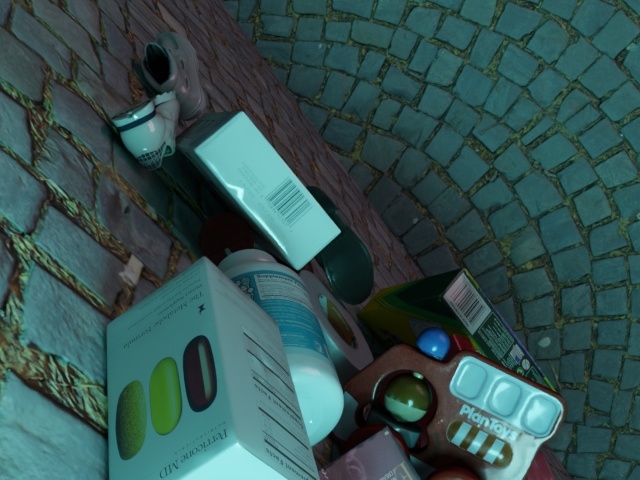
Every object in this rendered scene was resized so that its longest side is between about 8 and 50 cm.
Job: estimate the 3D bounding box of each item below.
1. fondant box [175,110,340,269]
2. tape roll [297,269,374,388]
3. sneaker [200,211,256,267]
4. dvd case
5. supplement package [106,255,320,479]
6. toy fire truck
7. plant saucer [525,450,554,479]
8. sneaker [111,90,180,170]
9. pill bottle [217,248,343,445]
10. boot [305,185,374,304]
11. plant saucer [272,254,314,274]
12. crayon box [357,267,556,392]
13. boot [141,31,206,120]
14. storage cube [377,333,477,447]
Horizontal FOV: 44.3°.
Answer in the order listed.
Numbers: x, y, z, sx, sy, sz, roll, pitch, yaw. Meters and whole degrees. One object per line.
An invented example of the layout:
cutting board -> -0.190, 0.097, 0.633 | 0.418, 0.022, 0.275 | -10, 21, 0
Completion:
fondant box -> -0.121, -0.092, 1.289 | 0.238, 0.096, 0.330 | 50, -9, -18
tape roll -> 0.004, 0.160, 1.367 | 0.219, 0.072, 0.219 | 52, 12, -16
sneaker -> -0.114, 0.063, 1.231 | 0.221, 0.087, 0.128 | 58, -10, 38
dvd case -> 0.092, 0.371, 1.019 | 0.164, 0.018, 0.221 | -20, 72, -42
supplement package -> -0.107, 0.160, 0.747 | 0.134, 0.139, 0.244 | 47, 13, -37
toy fire truck -> 0.177, 0.272, 1.168 | 0.302, 0.254, 0.169 | 27, 3, 15
plant saucer -> 0.519, 0.625, 1.829 | 0.332, 0.084, 0.332 | -18, 90, -83
sneaker -> -0.270, -0.181, 1.271 | 0.235, 0.090, 0.095 | -80, 146, -69
pill bottle -> -0.071, 0.125, 0.982 | 0.146, 0.146, 0.264 | 45, 14, -37
boot -> 0.000, 0.000, 1.535 | 0.263, 0.091, 0.229 | 63, -13, -5
plant saucer -> -0.074, 0.012, 1.593 | 0.168, 0.029, 0.168 | 51, 13, -16
crayon box -> 0.299, 0.253, 1.763 | 0.363, 0.106, 0.313 | 52, -32, -10
boot -> -0.305, -0.362, 1.574 | 0.123, 0.095, 0.258 | 50, 11, -53
storage cube -> 0.231, 0.311, 1.515 | 0.193, 0.214, 0.183 | 65, 14, 18
